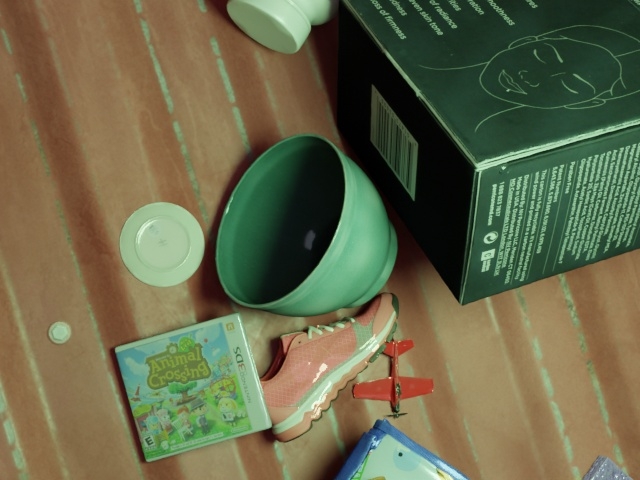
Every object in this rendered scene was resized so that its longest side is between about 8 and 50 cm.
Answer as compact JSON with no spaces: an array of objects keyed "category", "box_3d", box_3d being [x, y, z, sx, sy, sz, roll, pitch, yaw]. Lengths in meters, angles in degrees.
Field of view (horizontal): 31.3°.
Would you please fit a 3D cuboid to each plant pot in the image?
[{"category":"plant pot","box_3d":[0.000,0.000,1.845,0.196,0.293,0.293,27,76,-38]}]

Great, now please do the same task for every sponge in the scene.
[{"category":"sponge","box_3d":[0.551,0.497,2.057,0.210,0.031,0.117,41,76,-9]}]

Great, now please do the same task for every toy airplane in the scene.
[{"category":"toy airplane","box_3d":[0.131,0.231,1.967,0.151,0.028,0.151,2,84,-18]}]

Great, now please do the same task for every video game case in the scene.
[{"category":"video game case","box_3d":[-0.205,0.236,1.838,0.212,0.023,0.193,-16,89,3]}]

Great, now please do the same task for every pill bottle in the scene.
[{"category":"pill bottle","box_3d":[-0.013,-0.489,1.920,0.188,0.188,0.334,33,76,-10]}]

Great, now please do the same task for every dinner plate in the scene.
[{"category":"dinner plate","box_3d":[-0.260,0.006,1.887,0.141,0.017,0.141,2,82,-15]}]

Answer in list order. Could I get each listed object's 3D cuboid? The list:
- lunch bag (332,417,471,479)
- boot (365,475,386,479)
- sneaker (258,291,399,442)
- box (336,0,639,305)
[{"category":"lunch bag","box_3d":[0.149,0.518,1.836,0.385,0.239,0.328,37,78,-14]},{"category":"boot","box_3d":[0.035,0.446,1.703,0.197,0.073,0.152,-14,62,-10]},{"category":"sneaker","box_3d":[0.005,0.182,1.892,0.136,0.116,0.314,45,75,-6]},{"category":"box","box_3d":[0.330,-0.210,1.817,0.471,0.297,0.480,-17,47,-15]}]
